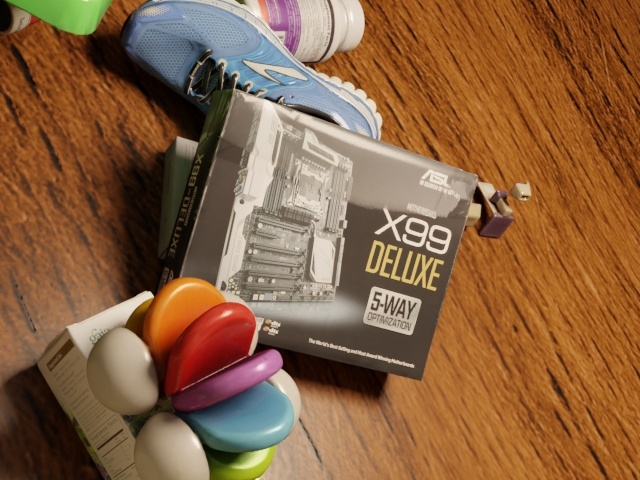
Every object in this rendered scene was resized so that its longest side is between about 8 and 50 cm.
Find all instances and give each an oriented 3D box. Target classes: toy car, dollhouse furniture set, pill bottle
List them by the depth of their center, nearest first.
[{"bbox_3d":[-0.089,0.114,0.767,0.159,0.136,0.182,-23,78,-43],"label":"toy car"},{"bbox_3d":[-0.040,-0.280,1.182,0.194,0.108,0.108,-12,71,-38],"label":"pill bottle"},{"bbox_3d":[0.209,-0.068,1.251,0.114,0.091,0.081,6,45,-27],"label":"dollhouse furniture set"}]

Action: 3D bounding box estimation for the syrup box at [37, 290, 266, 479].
[{"bbox_3d":[-0.152,0.176,0.844,0.093,0.096,0.236,-27,80,-43],"label":"syrup box"}]

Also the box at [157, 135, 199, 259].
[{"bbox_3d":[-0.089,-0.027,1.047,0.186,0.038,0.145,16,55,-27],"label":"box"}]

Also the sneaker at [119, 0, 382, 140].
[{"bbox_3d":[-0.076,-0.168,1.050,0.330,0.129,0.147,27,31,-11],"label":"sneaker"}]

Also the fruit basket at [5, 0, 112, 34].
[{"bbox_3d":[-0.370,-0.297,0.856,0.392,0.392,0.283,29,29,-16],"label":"fruit basket"}]

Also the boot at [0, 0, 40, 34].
[{"bbox_3d":[-0.362,-0.364,1.038,0.244,0.088,0.176,53,47,-7],"label":"boot"}]

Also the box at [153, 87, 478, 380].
[{"bbox_3d":[0.000,0.000,0.988,0.308,0.076,0.242,17,89,-25],"label":"box"}]
